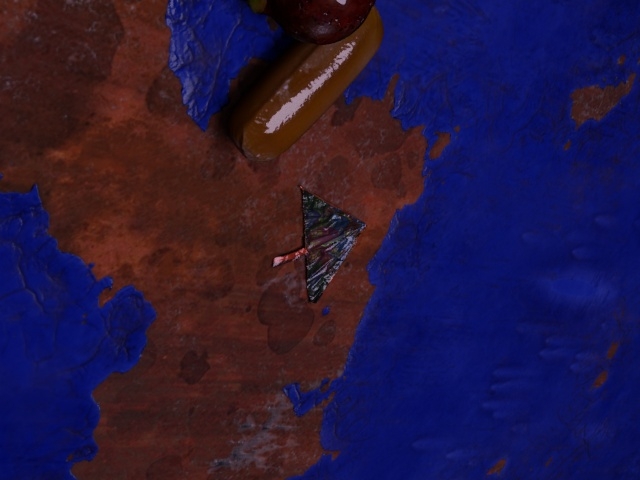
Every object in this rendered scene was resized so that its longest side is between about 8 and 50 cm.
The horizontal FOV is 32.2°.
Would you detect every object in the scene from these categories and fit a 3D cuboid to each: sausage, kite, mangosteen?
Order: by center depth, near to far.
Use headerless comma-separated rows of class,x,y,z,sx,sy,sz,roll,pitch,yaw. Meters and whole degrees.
mangosteen,-0.017,-0.337,1.401,0.180,0.166,0.166,14,107,-22
sausage,-0.018,-0.220,1.507,0.274,0.105,0.105,-48,139,-10
kite,0.000,0.000,1.740,0.189,0.009,0.232,-25,129,-31
